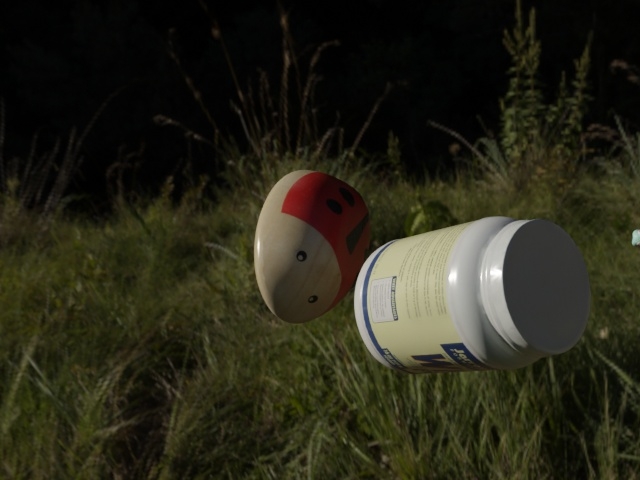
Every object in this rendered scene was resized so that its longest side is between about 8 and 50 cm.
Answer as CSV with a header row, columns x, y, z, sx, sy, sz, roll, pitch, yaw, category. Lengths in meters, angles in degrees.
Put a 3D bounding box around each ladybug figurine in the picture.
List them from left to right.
x,y,z,sx,sy,sz,roll,pitch,yaw,category
0.000,0.000,1.794,0.161,0.305,0.449,-8,25,22,ladybug figurine

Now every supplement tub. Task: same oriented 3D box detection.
x,y,z,sx,sy,sz,roll,pitch,yaw,category
0.235,0.091,1.323,0.324,0.235,0.235,-15,31,53,supplement tub

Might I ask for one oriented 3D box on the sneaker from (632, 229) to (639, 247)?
x,y,z,sx,sy,sz,roll,pitch,yaw,category
0.585,0.000,1.423,0.069,0.038,0.098,6,8,42,sneaker
